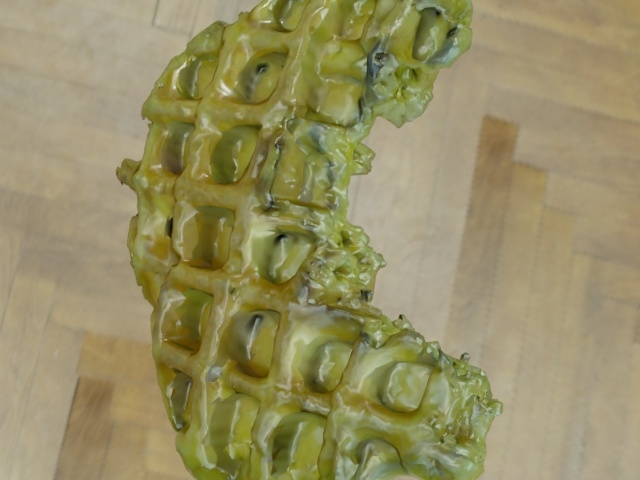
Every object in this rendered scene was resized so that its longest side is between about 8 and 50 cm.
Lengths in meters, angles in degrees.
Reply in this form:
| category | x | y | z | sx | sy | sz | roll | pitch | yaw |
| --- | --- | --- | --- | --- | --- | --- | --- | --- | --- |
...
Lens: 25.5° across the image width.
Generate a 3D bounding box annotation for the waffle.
| category | x | y | z | sx | sy | sz | roll | pitch | yaw |
| --- | --- | --- | --- | --- | --- | --- | --- | --- | --- |
| waffle | -0.002 | -0.001 | 0.480 | 0.051 | 0.149 | 0.194 | 21 | 50 | -53 |
